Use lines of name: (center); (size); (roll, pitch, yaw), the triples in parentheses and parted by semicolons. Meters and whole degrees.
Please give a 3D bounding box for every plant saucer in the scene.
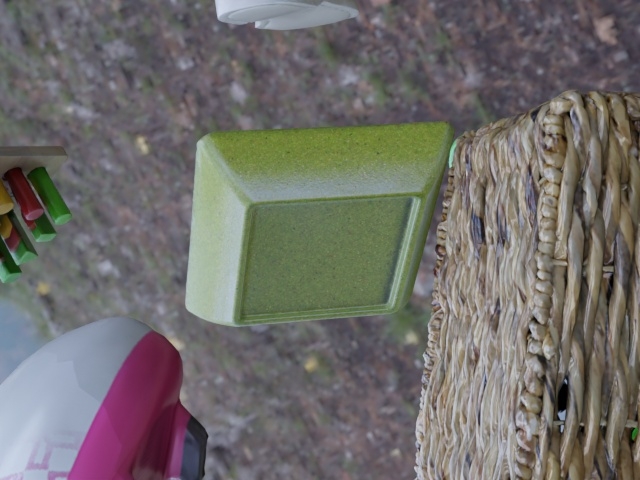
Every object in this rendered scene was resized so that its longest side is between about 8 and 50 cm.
plant saucer: (0.000, 0.000, 0.955); (0.188, 0.188, 0.045); (100, 161, -45)

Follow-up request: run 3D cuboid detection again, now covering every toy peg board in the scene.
toy peg board: (-0.353, -0.019, 1.355); (0.161, 0.161, 0.079); (-44, 69, 29)

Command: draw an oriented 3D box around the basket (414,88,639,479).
basket: (0.194, 0.069, 0.822); (0.223, 0.214, 0.299); (163, 113, -79)

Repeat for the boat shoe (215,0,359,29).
boat shoe: (-0.036, -0.274, 1.335); (0.324, 0.117, 0.096); (-23, -77, -74)

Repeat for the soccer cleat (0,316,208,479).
soccer cleat: (-0.142, 0.161, 0.388); (0.116, 0.143, 0.331); (-54, -15, -73)

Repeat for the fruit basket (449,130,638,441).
fruit basket: (0.227, 0.062, 1.219); (0.283, 0.392, 0.392); (-10, 105, 54)
